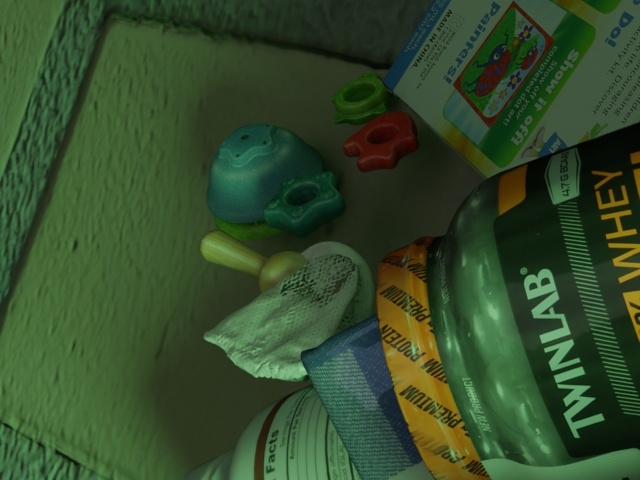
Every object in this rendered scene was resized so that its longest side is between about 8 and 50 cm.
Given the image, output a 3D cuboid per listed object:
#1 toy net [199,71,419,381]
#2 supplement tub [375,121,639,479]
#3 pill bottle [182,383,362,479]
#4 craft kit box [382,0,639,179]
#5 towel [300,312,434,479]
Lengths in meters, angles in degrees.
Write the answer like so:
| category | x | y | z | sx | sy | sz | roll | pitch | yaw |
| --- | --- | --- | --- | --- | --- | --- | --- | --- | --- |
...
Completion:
| category | x | y | z | sx | sy | sz | roll | pitch | yaw |
| --- | --- | --- | --- | --- | --- | --- | --- | --- | --- |
| toy net | 0.000 | 0.000 | 0.800 | 0.122 | 0.045 | 0.232 | -18 | 35 | 7 |
| supplement tub | 0.121 | 0.016 | 0.507 | 0.190 | 0.117 | 0.117 | -21 | 61 | 18 |
| pill bottle | 0.038 | 0.112 | 0.719 | 0.216 | 0.121 | 0.121 | -26 | 59 | 35 |
| craft kit box | 0.153 | -0.121 | 0.696 | 0.250 | 0.061 | 0.246 | -57 | 27 | 12 |
| towel | 0.143 | 0.115 | 0.581 | 0.209 | 0.034 | 0.285 | -32 | 82 | 16 |
